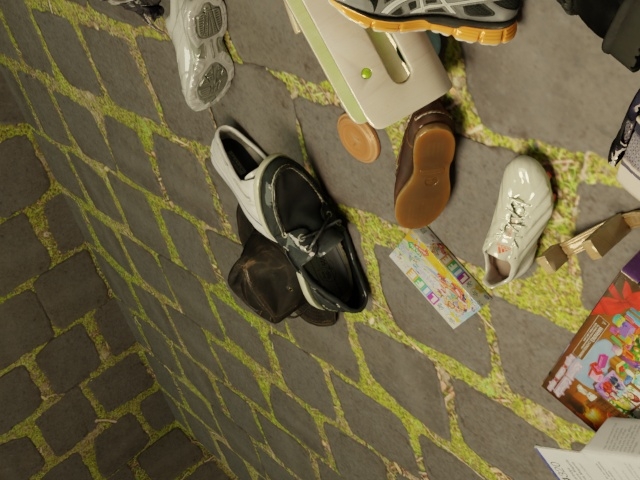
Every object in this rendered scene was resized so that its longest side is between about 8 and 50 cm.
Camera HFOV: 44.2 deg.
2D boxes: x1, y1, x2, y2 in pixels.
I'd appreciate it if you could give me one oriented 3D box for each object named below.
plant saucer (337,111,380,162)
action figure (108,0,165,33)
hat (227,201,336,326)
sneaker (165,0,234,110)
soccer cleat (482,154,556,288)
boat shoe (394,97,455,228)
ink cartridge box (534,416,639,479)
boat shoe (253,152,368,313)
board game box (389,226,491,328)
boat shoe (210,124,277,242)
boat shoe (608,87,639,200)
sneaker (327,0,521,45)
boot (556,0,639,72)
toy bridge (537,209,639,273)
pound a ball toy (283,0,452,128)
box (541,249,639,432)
[{"bbox_3d":[0.054,-0.151,1.168,0.083,0.013,0.083,40,151,27],"label":"plant saucer"},{"bbox_3d":[-0.316,-0.454,1.250,0.275,0.141,0.164,93,168,-48],"label":"action figure"},{"bbox_3d":[-0.107,0.068,1.564,0.331,0.134,0.331,40,151,28],"label":"hat"},{"bbox_3d":[-0.210,-0.328,1.323,0.115,0.090,0.232,45,144,32],"label":"sneaker"},{"bbox_3d":[0.237,-0.016,0.962,0.068,0.076,0.196,35,148,32],"label":"soccer cleat"},{"bbox_3d":[0.137,-0.101,1.044,0.207,0.073,0.073,100,166,-52],"label":"boat shoe"},{"bbox_3d":[0.472,0.337,0.928,0.324,0.071,0.330,51,150,-20],"label":"ink cartridge box"},{"bbox_3d":[-0.003,0.003,1.322,0.113,0.127,0.340,23,142,44],"label":"boat shoe"},{"bbox_3d":[0.179,0.055,1.198,0.154,0.026,0.103,49,154,9],"label":"board game box"},{"bbox_3d":[-0.112,-0.100,1.411,0.258,0.095,0.084,45,157,14],"label":"boat shoe"},{"bbox_3d":[0.390,-0.039,0.623,0.340,0.127,0.158,39,158,28],"label":"boat shoe"},{"bbox_3d":[0.104,-0.258,0.796,0.084,0.215,0.083,-100,17,-46],"label":"sneaker"},{"bbox_3d":[0.208,-0.312,0.591,0.260,0.131,0.348,45,153,17],"label":"boot"},{"bbox_3d":[0.315,-0.005,0.863,0.026,0.063,0.188,55,155,-2],"label":"toy bridge"},{"bbox_3d":[0.026,-0.304,0.938,0.319,0.136,0.208,60,178,-14],"label":"pound a ball toy"},{"bbox_3d":[0.397,0.161,0.935,0.201,0.057,0.293,41,151,22],"label":"box"}]
